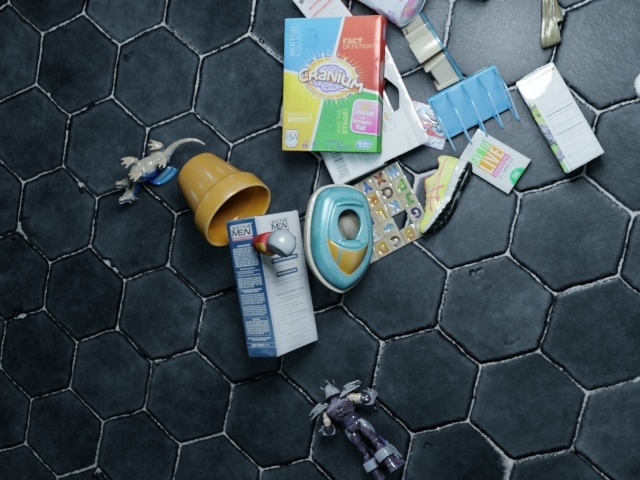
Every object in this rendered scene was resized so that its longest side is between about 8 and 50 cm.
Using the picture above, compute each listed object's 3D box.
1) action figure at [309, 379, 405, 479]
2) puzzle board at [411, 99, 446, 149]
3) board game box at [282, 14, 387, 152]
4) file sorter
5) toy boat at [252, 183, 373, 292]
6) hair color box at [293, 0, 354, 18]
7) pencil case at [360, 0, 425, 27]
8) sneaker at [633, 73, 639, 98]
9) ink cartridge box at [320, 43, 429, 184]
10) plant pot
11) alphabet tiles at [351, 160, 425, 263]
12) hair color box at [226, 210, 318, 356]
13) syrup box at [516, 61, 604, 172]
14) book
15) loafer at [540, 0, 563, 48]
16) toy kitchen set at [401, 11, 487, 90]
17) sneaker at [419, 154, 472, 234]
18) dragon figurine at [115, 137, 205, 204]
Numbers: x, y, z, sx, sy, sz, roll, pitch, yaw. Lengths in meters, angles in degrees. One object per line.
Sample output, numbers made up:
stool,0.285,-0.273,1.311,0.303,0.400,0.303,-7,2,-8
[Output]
action figure,0.092,0.482,1.754,0.185,0.099,0.285,-40,80,23
puzzle board,0.256,-0.287,1.677,0.128,0.011,0.096,19,100,13
board game box,0.032,-0.372,1.637,0.242,0.064,0.317,3,96,17
file sorter,0.356,-0.298,1.563,0.170,0.104,0.118,-26,125,12
toy boat,0.000,0.000,1.625,0.148,0.318,0.267,-2,93,60
hair color box,0.017,-0.570,1.699,0.093,0.053,0.167,-38,85,17
pencil case,0.125,-0.624,1.616,0.273,0.113,0.124,39,106,17
sneaker,0.831,-0.345,1.445,0.297,0.129,0.111,-1,97,17
ink cartridge box,0.098,-0.321,1.691,0.261,0.066,0.296,-24,88,17
plant pot,-0.266,-0.122,1.758,0.188,0.205,0.205,45,105,24
alphabet tiles,0.139,-0.059,1.732,0.237,0.009,0.198,-29,87,16
hair color box,-0.120,0.106,1.728,0.105,0.174,0.347,-7,93,36
syrup box,0.544,-0.278,1.551,0.096,0.093,0.237,-30,86,17
book,0.416,-0.191,1.631,0.144,0.035,0.096,33,107,10
loafer,0.531,-0.518,1.556,0.050,0.056,0.148,2,106,15
toy kitchen set,0.307,-0.439,1.624,0.122,0.166,0.207,-32,122,17
sneaker,0.287,-0.113,1.657,0.094,0.081,0.208,32,103,28
dragon figurine,-0.448,-0.205,1.848,0.289,0.144,0.085,-33,83,-3
